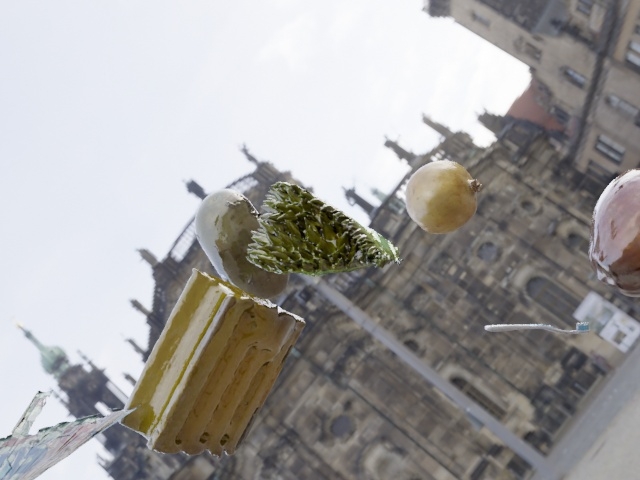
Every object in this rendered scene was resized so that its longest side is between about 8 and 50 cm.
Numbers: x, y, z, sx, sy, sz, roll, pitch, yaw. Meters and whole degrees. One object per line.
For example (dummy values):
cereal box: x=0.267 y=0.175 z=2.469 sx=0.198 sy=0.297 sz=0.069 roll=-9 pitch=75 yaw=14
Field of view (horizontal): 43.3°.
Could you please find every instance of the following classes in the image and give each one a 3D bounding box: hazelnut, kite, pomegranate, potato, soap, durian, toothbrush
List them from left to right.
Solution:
kite: x=-0.474 y=0.322 z=1.240 sx=0.368 sy=0.406 sz=0.014 roll=-93 pitch=-11 yaw=-72
soap: x=-0.171 y=0.215 z=1.358 sx=0.259 sy=0.143 sz=0.281 roll=31 pitch=-95 yaw=-58
potato: x=-0.165 y=0.013 z=1.720 sx=0.165 sy=0.262 sz=0.165 roll=-35 pitch=4 yaw=3
durian: x=-0.005 y=0.010 z=1.427 sx=0.198 sy=0.394 sz=0.163 roll=32 pitch=-101 yaw=-34
pomegranate: x=0.308 y=-0.109 z=1.991 sx=0.196 sy=0.196 sz=0.196 roll=-44 pitch=-21 yaw=-22
toothbrush: x=0.315 y=0.129 z=1.168 sx=0.014 sy=0.162 sz=0.017 roll=-171 pitch=81 yaw=-79
hazelnut: x=0.348 y=-0.006 z=0.858 sx=0.143 sy=0.143 sz=0.154 roll=-54 pitch=-22 yaw=5
